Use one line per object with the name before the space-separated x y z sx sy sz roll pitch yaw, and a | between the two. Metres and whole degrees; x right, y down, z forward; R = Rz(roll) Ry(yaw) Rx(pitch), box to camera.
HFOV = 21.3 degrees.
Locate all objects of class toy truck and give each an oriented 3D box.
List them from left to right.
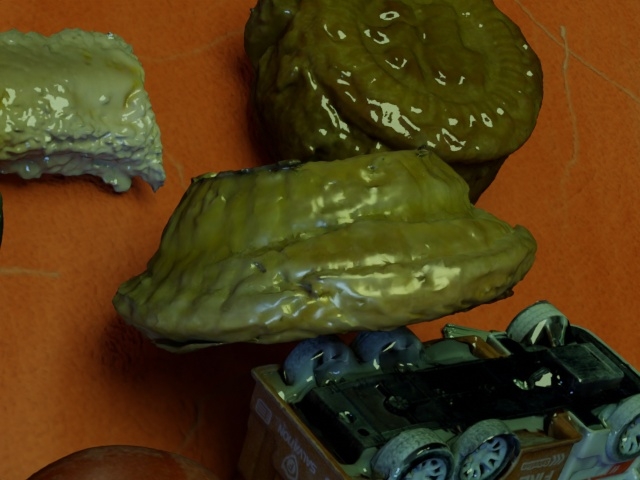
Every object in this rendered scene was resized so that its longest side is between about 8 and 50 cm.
toy truck | 0.101 0.158 1.176 0.338 0.184 0.133 -5 36 -37

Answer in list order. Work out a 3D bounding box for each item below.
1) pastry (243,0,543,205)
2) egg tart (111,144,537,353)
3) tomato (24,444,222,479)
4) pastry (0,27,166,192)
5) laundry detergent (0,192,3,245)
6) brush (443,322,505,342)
pastry | 0.049 -0.118 1.356 0.235 0.132 0.240 35 43 5
egg tart | 0.000 0.000 1.148 0.290 0.290 0.115 -8 94 -33
tomato | -0.122 0.230 0.993 0.208 0.184 0.208 32 29 -20
pastry | -0.236 -0.097 1.201 0.258 0.089 0.121 2 48 -32
laundry detergent | -0.237 0.027 1.038 0.063 0.211 0.137 12 57 -24
brush | 0.191 0.118 1.354 0.205 0.011 0.083 11 56 -24
